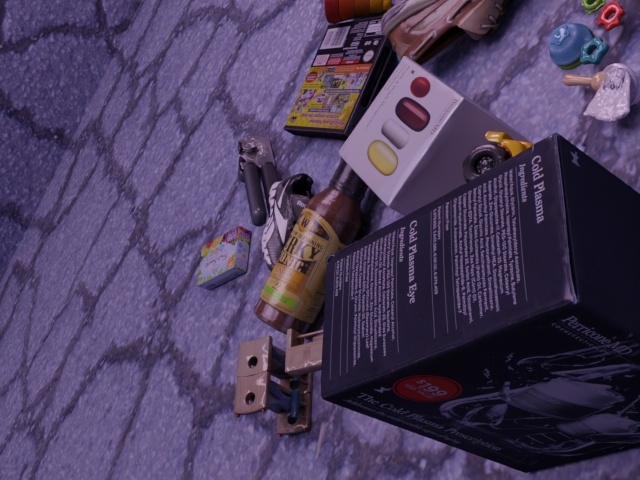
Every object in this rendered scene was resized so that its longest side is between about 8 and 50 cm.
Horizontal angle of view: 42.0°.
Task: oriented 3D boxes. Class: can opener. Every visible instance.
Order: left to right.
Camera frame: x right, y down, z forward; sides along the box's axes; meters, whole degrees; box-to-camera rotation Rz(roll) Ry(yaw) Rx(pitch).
[{"bbox_3d":[-0.131,-0.121,1.784,0.095,0.076,0.283,100,162,-44],"label":"can opener"}]

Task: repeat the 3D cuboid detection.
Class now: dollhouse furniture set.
[{"bbox_3d":[-0.027,0.229,1.357,0.184,0.129,0.129,-18,54,30],"label":"dollhouse furniture set"}]

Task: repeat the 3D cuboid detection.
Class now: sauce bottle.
[{"bbox_3d":[0.000,0.000,1.468,0.111,0.111,0.344,27,92,57],"label":"sauce bottle"}]

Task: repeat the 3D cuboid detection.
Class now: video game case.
[{"bbox_3d":[0.042,-0.324,1.668,0.275,0.035,0.248,18,84,61],"label":"video game case"}]

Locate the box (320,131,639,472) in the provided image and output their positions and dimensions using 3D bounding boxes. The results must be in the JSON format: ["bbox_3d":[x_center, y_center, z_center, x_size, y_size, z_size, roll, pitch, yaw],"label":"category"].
[{"bbox_3d":[0.229,0.095,0.879,0.312,0.343,0.179,-31,44,41],"label":"box"}]

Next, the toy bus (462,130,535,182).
[{"bbox_3d":[0.288,-0.025,1.072,0.211,0.149,0.220,2,68,41],"label":"toy bus"}]

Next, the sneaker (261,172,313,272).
[{"bbox_3d":[-0.053,-0.036,1.594,0.106,0.078,0.234,-34,42,42],"label":"sneaker"}]

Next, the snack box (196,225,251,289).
[{"bbox_3d":[-0.209,0.040,1.796,0.141,0.037,0.100,-27,50,43],"label":"snack box"}]

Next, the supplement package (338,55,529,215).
[{"bbox_3d":[0.167,-0.144,1.293,0.194,0.149,0.203,-56,33,13],"label":"supplement package"}]

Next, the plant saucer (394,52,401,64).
[{"bbox_3d":[0.175,-0.382,1.553,0.119,0.021,0.119,-31,46,40],"label":"plant saucer"}]

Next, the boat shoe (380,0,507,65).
[{"bbox_3d":[0.257,-0.391,1.383,0.324,0.123,0.116,-26,83,33],"label":"boat shoe"}]

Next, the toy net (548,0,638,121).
[{"bbox_3d":[0.392,-0.247,1.149,0.122,0.045,0.232,-42,41,28],"label":"toy net"}]

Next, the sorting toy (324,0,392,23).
[{"bbox_3d":[0.107,-0.602,1.645,0.126,0.127,0.365,17,108,18],"label":"sorting toy"}]
